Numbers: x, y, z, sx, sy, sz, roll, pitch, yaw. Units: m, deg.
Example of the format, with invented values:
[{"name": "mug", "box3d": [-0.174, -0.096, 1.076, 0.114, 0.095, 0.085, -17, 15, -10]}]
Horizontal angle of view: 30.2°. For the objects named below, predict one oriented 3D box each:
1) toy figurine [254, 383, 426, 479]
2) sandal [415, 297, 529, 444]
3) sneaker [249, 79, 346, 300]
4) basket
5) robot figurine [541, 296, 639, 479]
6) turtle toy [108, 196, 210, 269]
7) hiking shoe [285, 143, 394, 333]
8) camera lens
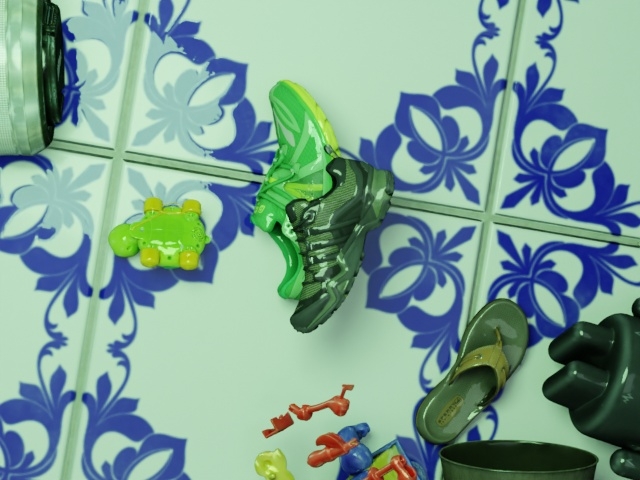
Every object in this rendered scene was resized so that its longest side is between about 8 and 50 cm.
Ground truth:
[{"name": "toy figurine", "box3d": [0.109, 0.335, 1.491, 0.191, 0.217, 0.362, -40, 77, 28]}, {"name": "sandal", "box3d": [0.206, 0.178, 1.578, 0.090, 0.060, 0.219, 39, 86, -7]}, {"name": "sneaker", "box3d": [-0.032, -0.060, 1.518, 0.124, 0.109, 0.295, -10, 92, -11]}, {"name": "basket", "box3d": [0.254, 0.389, 1.546, 0.205, 0.154, 0.226, 1, 95, 9]}, {"name": "robot figurine", "box3d": [0.437, 0.196, 1.552, 0.278, 0.173, 0.209, 20, 101, -7]}, {"name": "turtle toy", "box3d": [-0.206, -0.002, 1.517, 0.130, 0.066, 0.095, 3, 67, -5]}, {"name": "hiking shoe", "box3d": [0.000, 0.000, 1.455, 0.114, 0.086, 0.226, 26, 87, -3]}, {"name": "camera lens", "box3d": [-0.447, -0.209, 1.405, 0.274, 0.219, 0.219, -1, 91, -8]}]
